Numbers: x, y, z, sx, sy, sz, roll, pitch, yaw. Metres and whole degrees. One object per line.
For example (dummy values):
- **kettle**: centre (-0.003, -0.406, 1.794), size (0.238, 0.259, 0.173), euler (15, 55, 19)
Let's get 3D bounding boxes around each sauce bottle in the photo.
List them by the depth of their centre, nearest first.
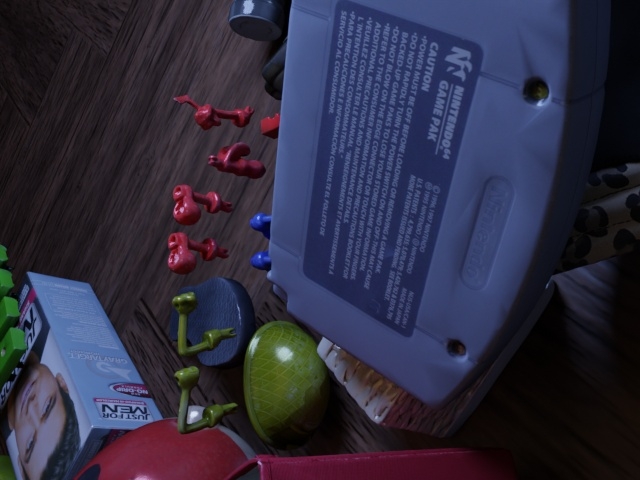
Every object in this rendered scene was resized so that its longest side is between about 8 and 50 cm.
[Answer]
- **sauce bottle**: centre (-0.057, -0.433, 0.904), size (0.111, 0.111, 0.344), euler (-2, 74, 47)

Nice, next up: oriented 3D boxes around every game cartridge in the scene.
- **game cartridge**: centre (0.058, -0.040, 0.436), size (0.196, 0.060, 0.294), euler (33, 131, 32)

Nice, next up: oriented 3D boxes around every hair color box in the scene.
- **hair color box**: centre (-0.372, 0.223, 1.015), size (0.374, 0.114, 0.185), euler (42, 108, 45)

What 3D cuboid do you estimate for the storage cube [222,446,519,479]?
- **storage cube**: centre (0.026, 0.256, 0.480), size (0.183, 0.193, 0.214), euler (131, 139, -52)

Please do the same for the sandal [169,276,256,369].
- **sandal**: centre (-0.119, 0.091, 0.816), size (0.254, 0.055, 0.097), euler (5, 81, 66)

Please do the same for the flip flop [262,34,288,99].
- **flip flop**: centre (0.002, -0.180, 0.705), size (0.112, 0.080, 0.277), euler (-57, 7, 8)

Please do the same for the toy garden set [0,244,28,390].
- **toy garden set**: centre (-0.508, 0.157, 1.068), size (0.203, 0.049, 0.244), euler (-53, 45, 17)

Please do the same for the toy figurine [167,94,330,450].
- **toy figurine**: centre (0.000, 0.000, 0.646), size (0.217, 0.191, 0.362), euler (-18, 65, 37)

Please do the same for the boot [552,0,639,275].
- **boot**: centre (0.223, -0.155, 0.456), size (0.378, 0.138, 0.284), euler (-20, 92, 1)

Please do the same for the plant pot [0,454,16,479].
- **plant pot**: centre (-0.585, 0.480, 1.086), size (0.227, 0.207, 0.228), euler (13, 88, 48)

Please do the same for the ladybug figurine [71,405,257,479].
- **ladybug figurine**: centre (-0.185, 0.380, 0.663), size (0.305, 0.162, 0.448), euler (3, 71, 22)

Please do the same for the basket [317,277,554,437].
- **basket**: centre (0.090, 0.065, 0.579), size (0.113, 0.103, 0.167), euler (45, 109, 44)
